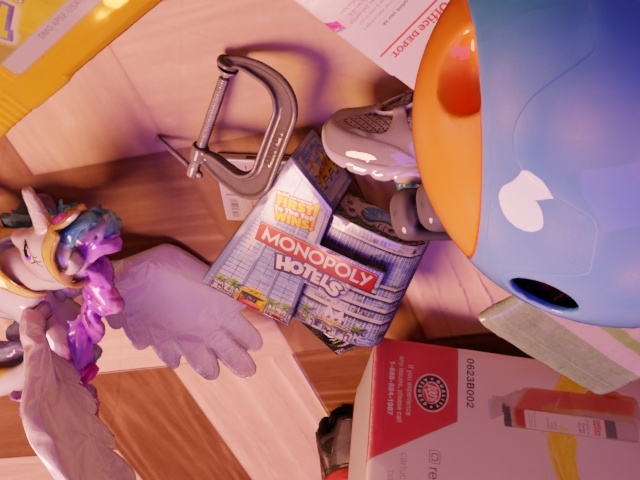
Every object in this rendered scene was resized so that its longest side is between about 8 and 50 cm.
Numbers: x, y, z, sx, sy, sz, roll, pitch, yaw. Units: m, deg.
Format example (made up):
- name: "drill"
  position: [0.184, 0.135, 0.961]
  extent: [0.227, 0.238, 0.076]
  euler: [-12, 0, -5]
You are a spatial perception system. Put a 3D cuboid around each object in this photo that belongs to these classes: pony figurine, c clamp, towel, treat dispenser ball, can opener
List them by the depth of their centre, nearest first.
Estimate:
- name: "treat dispenser ball"
  position: [0.206, -0.085, 0.791]
  extent: [0.288, 0.288, 0.288]
  euler: [7, 138, 6]
- name: "can opener"
  position: [0.193, -0.002, 1.033]
  extent: [0.283, 0.095, 0.076]
  euler: [0, 169, -34]
- name: "towel"
  position: [0.341, 0.033, 1.062]
  extent: [0.324, 0.038, 0.248]
  euler: [-32, 140, 25]
- name: "c clamp"
  position: [-0.087, -0.108, 1.072]
  extent: [0.137, 0.022, 0.161]
  euler: [43, 129, 16]
- name: "pony figurine"
  position: [-0.281, 0.092, 1.221]
  extent: [0.363, 0.303, 0.351]
  euler: [-8, 128, 42]

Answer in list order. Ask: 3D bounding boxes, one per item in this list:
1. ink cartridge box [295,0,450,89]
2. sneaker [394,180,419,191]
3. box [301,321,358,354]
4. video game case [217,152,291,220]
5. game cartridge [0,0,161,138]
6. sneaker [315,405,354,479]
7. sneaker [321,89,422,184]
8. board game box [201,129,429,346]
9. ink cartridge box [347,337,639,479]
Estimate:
- name: "ink cartridge box"
  position: [0.054, -0.208, 0.922]
  extent: [0.181, 0.062, 0.104]
  euler: [36, 132, -16]
- name: "sneaker"
  position: [0.121, -0.024, 1.108]
  extent: [0.057, 0.075, 0.161]
  euler: [-22, 128, 32]
- name: "box"
  position: [0.020, 0.075, 1.256]
  extent: [0.062, 0.052, 0.083]
  euler: [-24, 126, 31]
- name: "video game case"
  position: [-0.041, -0.051, 1.165]
  extent: [0.122, 0.011, 0.087]
  euler: [3, 137, 10]
- name: "game cartridge"
  position: [-0.304, -0.247, 0.986]
  extent: [0.285, 0.053, 0.323]
  euler: [38, 131, -26]
- name: "sneaker"
  position: [0.044, 0.280, 1.445]
  extent: [0.097, 0.135, 0.276]
  euler: [-3, 161, -1]
- name: "sneaker"
  position: [0.134, -0.127, 0.998]
  extent: [0.281, 0.105, 0.115]
  euler: [-8, 118, 14]
- name: "board game box"
  position: [0.000, 0.000, 1.129]
  extent: [0.194, 0.060, 0.194]
  euler: [25, 130, 6]
- name: "ink cartridge box"
  position: [0.226, 0.279, 1.231]
  extent: [0.384, 0.279, 0.160]
  euler: [8, 146, -4]
